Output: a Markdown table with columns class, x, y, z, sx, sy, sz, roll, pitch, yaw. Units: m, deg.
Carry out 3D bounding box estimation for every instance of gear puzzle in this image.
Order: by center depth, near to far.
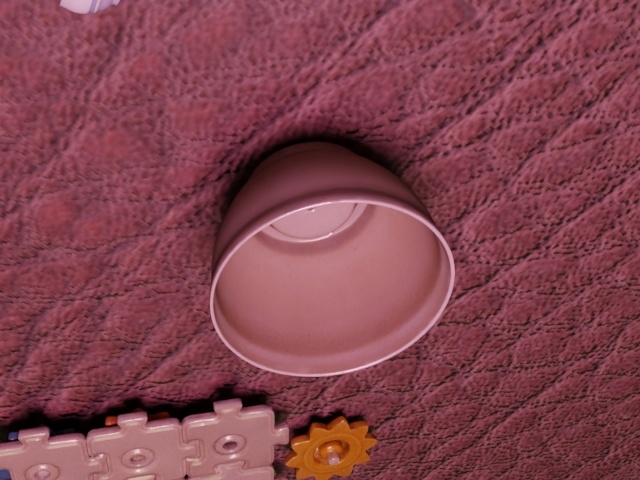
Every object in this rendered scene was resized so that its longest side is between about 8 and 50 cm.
| class | x | y | z | sx | sy | sz | roll | pitch | yaw |
| --- | --- | --- | --- | --- | --- | --- | --- | --- | --- |
| gear puzzle | -0.114 | 0.193 | 0.891 | 0.339 | 0.044 | 0.175 | -7 | 132 | -10 |

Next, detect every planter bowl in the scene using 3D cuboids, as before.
| class | x | y | z | sx | sy | sz | roll | pitch | yaw |
| --- | --- | --- | --- | --- | --- | --- | --- | --- | --- |
| planter bowl | 0.000 | 0.000 | 0.686 | 0.162 | 0.109 | 0.162 | -7 | 134 | -7 |

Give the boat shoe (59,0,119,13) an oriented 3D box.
| class | x | y | z | sx | sy | sz | roll | pitch | yaw |
| --- | --- | --- | --- | --- | --- | --- | --- | --- | --- |
| boat shoe | -0.062 | -0.202 | 0.506 | 0.081 | 0.079 | 0.227 | 22 | 121 | -24 |
